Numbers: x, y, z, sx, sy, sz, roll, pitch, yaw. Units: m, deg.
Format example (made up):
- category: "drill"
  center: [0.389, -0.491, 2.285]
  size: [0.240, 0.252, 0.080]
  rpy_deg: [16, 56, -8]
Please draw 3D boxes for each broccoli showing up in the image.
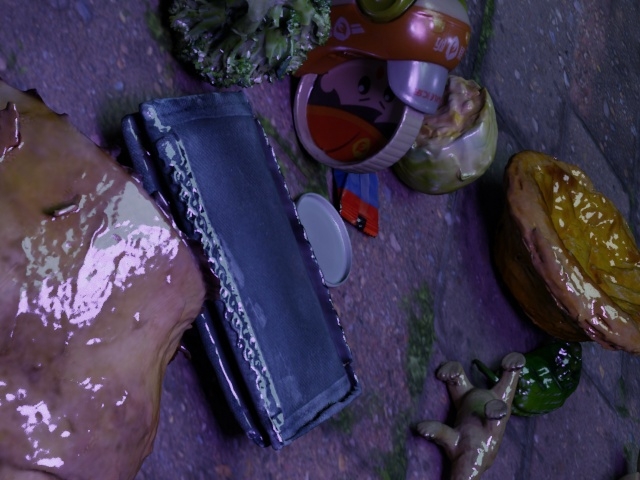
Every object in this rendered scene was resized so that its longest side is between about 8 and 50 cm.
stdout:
- category: "broccoli"
  center: [-0.076, -0.249, 1.493]
  size: [0.156, 0.195, 0.195]
  rpy_deg: [-143, -149, -84]

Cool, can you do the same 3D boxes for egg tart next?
- category: "egg tart"
  center: [0.344, 0.031, 1.984]
  size: [0.341, 0.129, 0.341]
  rpy_deg: [32, 33, -25]

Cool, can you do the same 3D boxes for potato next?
- category: "potato"
  center: [-0.239, 0.074, 0.968]
  size: [0.289, 0.301, 0.237]
  rpy_deg: [39, 56, 2]

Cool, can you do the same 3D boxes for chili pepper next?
- category: "chili pepper"
  center: [0.287, 0.180, 1.915]
  size: [0.257, 0.074, 0.100]
  rpy_deg: [-7, 77, -64]

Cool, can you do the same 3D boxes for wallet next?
- category: "wallet"
  center: [-0.074, 0.022, 1.420]
  size: [0.342, 0.075, 0.237]
  rpy_deg: [68, 24, 0]

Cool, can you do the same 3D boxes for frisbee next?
- category: "frisbee"
  center: [0.000, 0.000, 1.603]
  size: [0.110, 0.014, 0.110]
  rpy_deg: [35, 44, -43]

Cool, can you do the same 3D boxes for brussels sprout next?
- category: "brussels sprout"
  center: [0.157, -0.123, 1.807]
  size: [0.151, 0.149, 0.122]
  rpy_deg: [-45, 137, -16]

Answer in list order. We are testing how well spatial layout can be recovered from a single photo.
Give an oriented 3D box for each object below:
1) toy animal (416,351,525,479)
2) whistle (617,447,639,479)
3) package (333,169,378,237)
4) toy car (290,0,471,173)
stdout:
- category: "toy animal"
  center: [0.179, 0.224, 1.707]
  size: [0.218, 0.103, 0.101]
  rpy_deg: [-60, 148, -57]
- category: "whistle"
  center: [0.463, 0.393, 2.034]
  size: [0.131, 0.106, 0.288]
  rpy_deg: [60, 32, -30]
- category: "package"
  center: [0.040, -0.106, 1.720]
  size: [0.083, 0.022, 0.200]
  rpy_deg: [29, 50, -47]
- category: "toy car"
  center: [0.055, -0.183, 1.619]
  size: [0.145, 0.235, 0.235]
  rpy_deg: [10, 65, -56]
